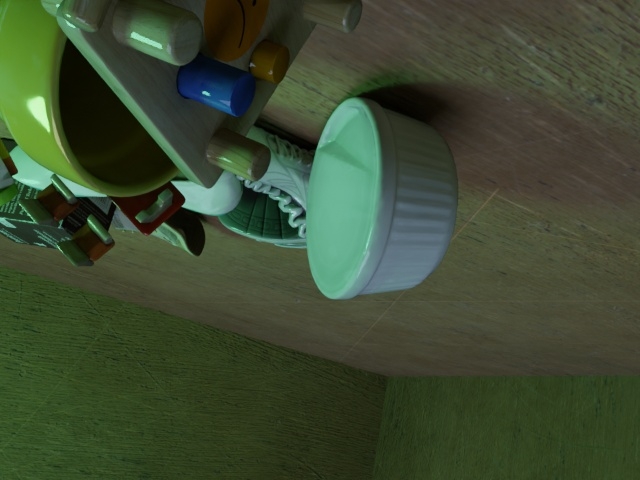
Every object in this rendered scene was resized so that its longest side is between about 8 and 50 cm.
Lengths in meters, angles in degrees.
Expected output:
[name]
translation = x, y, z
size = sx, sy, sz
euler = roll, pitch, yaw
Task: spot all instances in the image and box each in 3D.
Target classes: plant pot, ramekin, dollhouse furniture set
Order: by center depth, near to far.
[plant pot]
translation = -0.269, -0.202, 0.697
size = 0.239, 0.254, 0.254
euler = 21, 167, 24
[ramekin]
translation = 0.080, -0.052, 0.881
size = 0.127, 0.272, 0.273
euler = 4, 164, -19
[dollhouse furniture set]
translation = -0.312, -0.127, 0.941
size = 0.259, 0.262, 0.135
euler = 48, 171, -2

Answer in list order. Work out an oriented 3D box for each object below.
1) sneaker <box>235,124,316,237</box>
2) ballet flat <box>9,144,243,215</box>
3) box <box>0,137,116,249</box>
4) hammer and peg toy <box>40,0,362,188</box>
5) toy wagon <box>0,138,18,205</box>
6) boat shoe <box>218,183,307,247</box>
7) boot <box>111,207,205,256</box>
[sneaker]
translation = -0.050, -0.117, 1.032
size = 0.118, 0.110, 0.292
euler = -26, 139, 21
[ballet flat]
translation = -0.327, -0.141, 1.096
size = 0.400, 0.139, 0.139
euler = 10, 162, -9
[box]
translation = -0.541, -0.084, 1.287
size = 0.203, 0.167, 0.168
euler = 8, 161, 12
[hammer and peg toy]
translation = -0.093, -0.214, 0.495
size = 0.127, 0.266, 0.361
euler = 25, 167, 19
[toy wagon]
translation = -0.529, -0.208, 0.897
size = 0.344, 0.068, 0.267
euler = 40, 152, 42
[boat shoe]
translation = -0.032, -0.036, 1.211
size = 0.320, 0.118, 0.103
euler = 4, 159, 1
[boot]
translation = -0.366, -0.034, 1.435
size = 0.165, 0.077, 0.213
euler = 4, 155, 22
